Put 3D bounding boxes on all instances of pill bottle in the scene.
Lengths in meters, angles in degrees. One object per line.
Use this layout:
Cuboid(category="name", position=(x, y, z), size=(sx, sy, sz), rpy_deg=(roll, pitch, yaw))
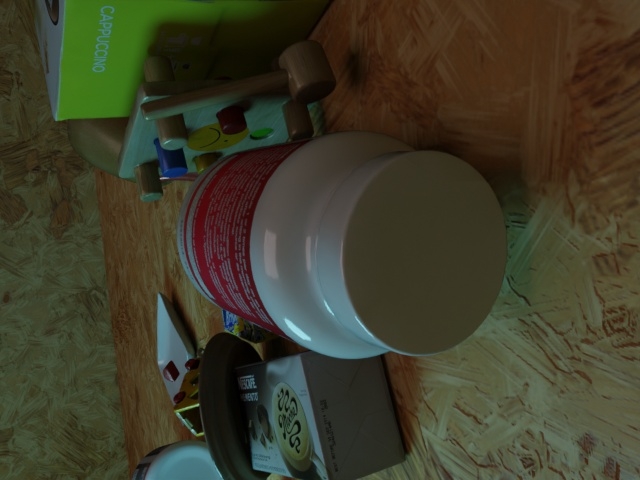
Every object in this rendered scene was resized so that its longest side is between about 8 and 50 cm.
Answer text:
Cuboid(category="pill bottle", position=(0.000, 0.000, 0.713), size=(0.407, 0.229, 0.229), rpy_deg=(7, 104, 63))
Cuboid(category="pill bottle", position=(-0.368, 0.624, 1.641), size=(0.363, 0.210, 0.210), rpy_deg=(-40, 62, 60))

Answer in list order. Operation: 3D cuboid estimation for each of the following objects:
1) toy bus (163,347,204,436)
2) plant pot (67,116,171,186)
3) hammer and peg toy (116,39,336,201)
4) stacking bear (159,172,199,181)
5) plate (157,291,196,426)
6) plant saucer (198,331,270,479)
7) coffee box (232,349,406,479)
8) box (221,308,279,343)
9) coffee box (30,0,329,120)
Cuboid(category="toy bus", position=(-0.241, 0.323, 1.417), size=(0.104, 0.191, 0.202), rpy_deg=(-21, 76, 18))
Cuboid(category="plant pot", position=(-0.442, -0.238, 1.560), size=(0.254, 0.237, 0.237), rpy_deg=(36, 130, 35))
Cuboid(category="hammer and peg toy", position=(-0.141, -0.179, 0.898), size=(0.361, 0.265, 0.127), rpy_deg=(-40, 62, 61))
Cuboid(category="stacking bear", position=(-0.267, -0.273, 1.253), size=(0.164, 0.175, 0.289), rpy_deg=(151, 116, -64))
Cuboid(category="plate", position=(-0.399, 0.326, 1.796), size=(0.278, 0.045, 0.277), rpy_deg=(49, 138, 47))
Cuboid(category="plant saucer", position=(-0.131, 0.293, 1.112), size=(0.278, 0.041, 0.278), rpy_deg=(-14, -90, -77))
Cuboid(category="coffee box", position=(-0.017, 0.246, 0.940), size=(0.297, 0.118, 0.168), rpy_deg=(-29, 73, 62))
Cuboid(category="box", position=(-0.134, 0.149, 1.212), size=(0.169, 0.054, 0.059), rpy_deg=(1, 99, 62))
Cuboid(category="coffee box", position=(-0.230, -0.399, 0.927), size=(0.337, 0.338, 0.335), rpy_deg=(-36, 66, 61))
